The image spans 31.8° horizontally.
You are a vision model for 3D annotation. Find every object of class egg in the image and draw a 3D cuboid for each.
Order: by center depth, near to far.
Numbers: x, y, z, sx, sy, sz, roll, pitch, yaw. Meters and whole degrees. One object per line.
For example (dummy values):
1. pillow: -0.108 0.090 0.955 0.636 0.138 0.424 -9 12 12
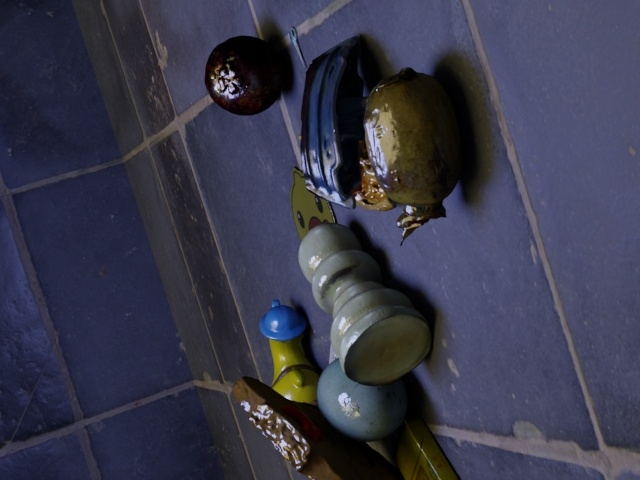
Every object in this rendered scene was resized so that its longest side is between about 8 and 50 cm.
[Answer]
1. egg: 0.081 0.305 2.190 0.236 0.169 0.169 -172 65 -70

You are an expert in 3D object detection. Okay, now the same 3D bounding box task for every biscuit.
1. biscuit: 0.024 0.409 2.248 0.368 0.076 0.394 41 -174 37

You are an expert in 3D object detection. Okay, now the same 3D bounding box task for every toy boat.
1. toy boat: 0.047 -0.199 1.880 0.129 0.142 0.309 33 -123 -61

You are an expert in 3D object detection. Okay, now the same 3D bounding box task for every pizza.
1. pizza: 0.048 -0.148 2.018 0.305 0.086 0.161 46 146 46

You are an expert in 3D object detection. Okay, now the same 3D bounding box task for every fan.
1. fan: 0.001 0.000 2.360 0.335 0.011 0.229 70 159 8

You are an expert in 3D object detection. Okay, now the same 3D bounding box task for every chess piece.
1. chess piece: 0.062 0.098 2.104 0.330 0.182 0.182 -120 23 -44

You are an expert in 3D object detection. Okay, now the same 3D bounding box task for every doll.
1. doll: -0.069 0.315 2.621 0.199 0.145 0.363 151 106 -74

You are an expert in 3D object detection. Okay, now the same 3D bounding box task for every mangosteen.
1. mangosteen: -0.144 -0.332 2.271 0.172 0.184 0.172 -3 83 28

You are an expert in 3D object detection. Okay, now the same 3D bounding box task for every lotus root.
1. lotus root: 0.147 -0.127 1.716 0.154 0.154 0.278 27 131 62

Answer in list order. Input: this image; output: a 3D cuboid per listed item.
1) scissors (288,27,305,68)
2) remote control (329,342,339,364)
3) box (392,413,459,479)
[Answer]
1. scissors: -0.044 -0.371 2.169 0.083 0.006 0.036 69 157 7
2. remote control: 0.055 0.285 2.423 0.073 0.044 0.229 34 133 40
3. box: 0.231 0.485 2.156 0.279 0.041 0.153 57 156 32
